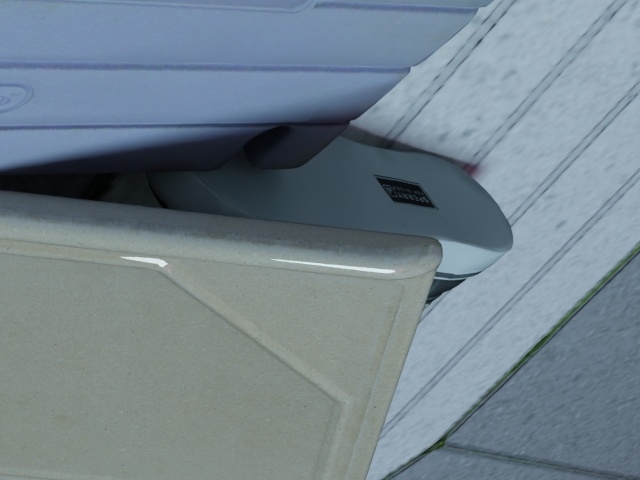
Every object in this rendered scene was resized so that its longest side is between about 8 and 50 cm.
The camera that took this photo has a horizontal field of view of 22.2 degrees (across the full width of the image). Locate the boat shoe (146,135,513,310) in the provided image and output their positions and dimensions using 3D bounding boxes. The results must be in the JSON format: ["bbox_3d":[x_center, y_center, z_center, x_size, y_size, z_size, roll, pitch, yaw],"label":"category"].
[{"bbox_3d":[0.000,0.000,0.664,0.070,0.078,0.219,-45,150,23],"label":"boat shoe"}]

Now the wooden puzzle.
[{"bbox_3d":[-0.082,0.041,0.608,0.221,0.044,0.239,7,150,-5],"label":"wooden puzzle"}]

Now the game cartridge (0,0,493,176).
[{"bbox_3d":[-0.089,-0.088,0.412,0.355,0.068,0.230,-3,152,-39],"label":"game cartridge"}]
